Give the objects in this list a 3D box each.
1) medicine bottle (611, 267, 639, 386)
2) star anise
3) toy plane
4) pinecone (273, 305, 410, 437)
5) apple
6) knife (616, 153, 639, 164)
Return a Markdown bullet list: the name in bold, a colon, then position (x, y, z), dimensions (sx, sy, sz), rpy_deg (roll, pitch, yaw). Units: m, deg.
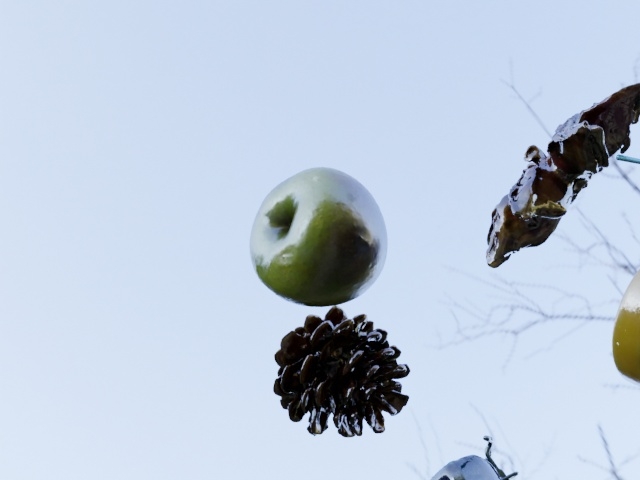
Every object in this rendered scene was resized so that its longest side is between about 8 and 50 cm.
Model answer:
- **medicine bottle**: position (0.616, 0.152, 1.597), dimensions (0.238, 0.232, 0.238), rpy_deg (-16, -64, -36)
- **star anise**: position (0.276, -0.083, 1.178), dimensions (0.088, 0.288, 0.288), rpy_deg (44, -71, 5)
- **toy plane**: position (0.088, 0.195, 0.674), dimensions (0.096, 0.060, 0.235), rpy_deg (-28, -29, -10)
- **pinecone**: position (0.037, 0.204, 1.517), dimensions (0.208, 0.208, 0.208), rpy_deg (-8, -53, -11)
- **apple**: position (0.000, 0.000, 1.364), dimensions (0.196, 0.196, 0.157), rpy_deg (-43, -52, 16)
- **knife**: position (0.364, -0.082, 1.102), dimensions (0.091, 0.014, 0.005), rpy_deg (13, -61, 12)
